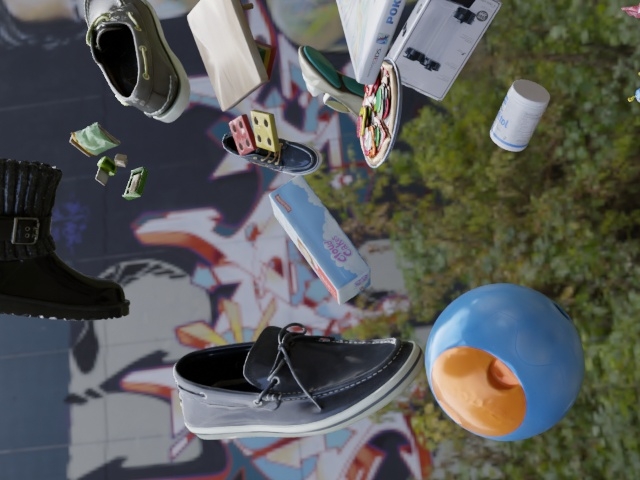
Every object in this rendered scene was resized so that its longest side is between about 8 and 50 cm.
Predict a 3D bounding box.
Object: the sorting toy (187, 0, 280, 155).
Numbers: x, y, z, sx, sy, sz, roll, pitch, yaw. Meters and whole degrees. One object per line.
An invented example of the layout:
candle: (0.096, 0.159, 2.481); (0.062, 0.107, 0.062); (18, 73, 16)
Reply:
sorting toy: (-0.100, -0.236, 1.139); (0.132, 0.046, 0.274); (-20, 91, 63)

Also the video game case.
video game case: (0.094, -0.473, 1.521); (0.329, 0.036, 0.300); (-100, 23, -44)

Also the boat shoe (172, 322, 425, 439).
boat shoe: (-0.058, 0.235, 1.600); (0.156, 0.500, 0.187); (64, -147, -19)

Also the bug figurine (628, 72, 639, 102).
bug figurine: (0.889, -0.359, 2.266); (0.279, 0.216, 0.072); (29, -143, -52)

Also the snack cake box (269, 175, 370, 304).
snack cake box: (0.000, 0.000, 2.001); (0.264, 0.089, 0.152); (54, 172, 14)

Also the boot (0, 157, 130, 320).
boot: (-0.462, 0.000, 1.548); (0.348, 0.131, 0.260); (12, -96, -44)

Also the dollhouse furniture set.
dollhouse furniture set: (-0.380, -0.138, 1.642); (0.152, 0.076, 0.058); (42, -133, -40)

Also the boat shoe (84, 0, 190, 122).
boat shoe: (-0.302, -0.304, 1.414); (0.091, 0.109, 0.305); (12, -144, -49)

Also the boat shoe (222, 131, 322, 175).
boat shoe: (-0.093, -0.164, 1.725); (0.083, 0.183, 0.065); (1, -80, -73)

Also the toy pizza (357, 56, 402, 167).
toy pizza: (0.100, -0.232, 1.659); (0.201, 0.032, 0.201); (-175, 90, -75)

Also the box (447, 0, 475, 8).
box: (0.258, -0.610, 1.918); (0.108, 0.153, 0.207); (-51, 37, 43)

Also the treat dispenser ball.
treat dispenser ball: (0.338, 0.223, 1.691); (0.288, 0.288, 0.288); (-7, -90, -85)

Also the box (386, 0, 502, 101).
box: (0.291, -0.502, 2.229); (0.087, 0.169, 0.290); (-89, 24, -55)

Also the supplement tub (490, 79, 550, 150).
supplement tub: (0.341, -0.213, 1.571); (0.071, 0.071, 0.107); (-91, 14, -48)

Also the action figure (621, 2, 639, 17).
action figure: (0.563, -0.250, 1.164); (0.370, 0.276, 0.248); (42, 154, 21)

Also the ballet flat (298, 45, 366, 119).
ballet flat: (0.022, -0.325, 1.941); (0.248, 0.086, 0.086); (26, -131, -41)
